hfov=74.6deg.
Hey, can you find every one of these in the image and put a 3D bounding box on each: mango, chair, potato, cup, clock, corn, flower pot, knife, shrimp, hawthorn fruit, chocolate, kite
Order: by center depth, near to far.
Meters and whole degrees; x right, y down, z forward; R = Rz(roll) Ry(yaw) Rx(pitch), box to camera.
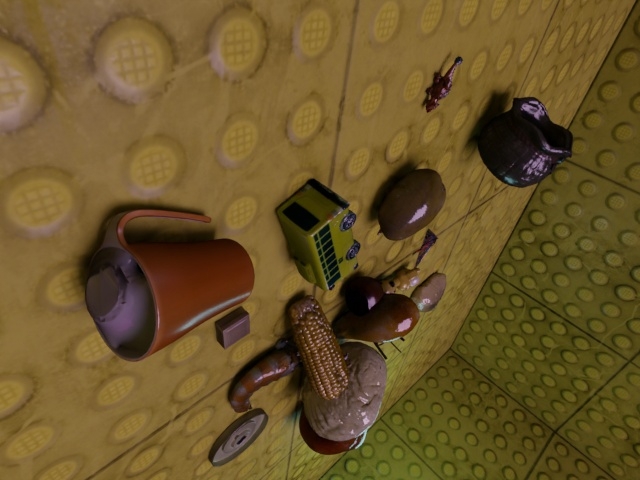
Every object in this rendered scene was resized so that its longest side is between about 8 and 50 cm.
[{"bbox_3d":[-0.246,0.056,0.710,0.263,0.182,0.227,-16,103,-56],"label":"cup"},{"bbox_3d":[0.263,-0.098,1.236,0.251,0.159,0.174,-40,125,-4],"label":"potato"},{"bbox_3d":[-0.004,0.326,1.239,0.130,0.130,0.348,-31,111,-32],"label":"corn"},{"bbox_3d":[-0.185,0.439,1.264,0.287,0.068,0.185,-53,145,14],"label":"shrimp"},{"bbox_3d":[-0.097,0.340,1.336,0.044,0.023,0.162,-48,150,-2],"label":"knife"},{"bbox_3d":[0.150,0.180,1.416,0.133,0.124,0.128,-50,150,-61],"label":"chocolate"},{"bbox_3d":[-0.277,0.681,1.447,0.234,0.029,0.235,-35,146,-28],"label":"clock"},{"bbox_3d":[0.705,-0.336,1.452,0.301,0.302,0.213,-23,162,-41],"label":"flower pot"},{"bbox_3d":[0.190,0.278,1.466,0.315,0.146,0.193,-21,-161,24],"label":"mango"},{"bbox_3d":[0.212,0.340,1.581,0.095,0.222,0.104,-25,143,-23],"label":"chair"},{"bbox_3d":[0.037,0.750,1.732,0.300,0.267,0.268,19,107,-50],"label":"hawthorn fruit"},{"bbox_3d":[0.442,0.036,1.769,0.183,0.014,0.242,-25,142,-37],"label":"kite"}]

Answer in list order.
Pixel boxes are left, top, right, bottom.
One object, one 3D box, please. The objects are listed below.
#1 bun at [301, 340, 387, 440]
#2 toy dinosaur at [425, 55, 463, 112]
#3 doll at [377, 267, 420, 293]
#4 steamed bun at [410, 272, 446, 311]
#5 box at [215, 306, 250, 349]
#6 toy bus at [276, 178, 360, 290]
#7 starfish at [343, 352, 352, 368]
[{"bbox_3d":[0.069,0.523,1.525,0.227,0.349,0.352,37,106,-18],"label":"bun"},{"bbox_3d":[0.316,-0.401,1.084,0.055,0.049,0.154,2,126,-52],"label":"toy dinosaur"},{"bbox_3d":[0.294,0.170,1.638,0.290,0.086,0.117,-18,166,-46],"label":"doll"},{"bbox_3d":[0.531,0.284,2.068,0.212,0.110,0.232,-11,129,-48],"label":"steamed bun"},{"bbox_3d":[-0.211,0.213,1.027,0.083,0.035,0.080,-30,144,-35],"label":"box"},{"bbox_3d":[0.000,0.000,1.001,0.150,0.128,0.262,-41,147,-18],"label":"toy bus"},{"bbox_3d":[0.030,0.383,1.400,0.074,0.189,0.146,-59,145,-9],"label":"starfish"}]
